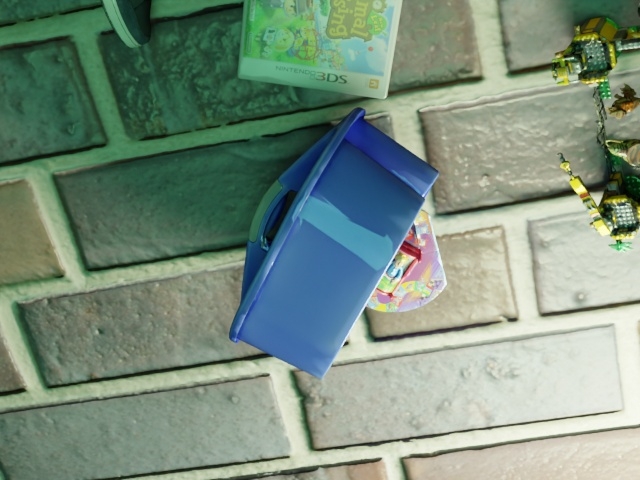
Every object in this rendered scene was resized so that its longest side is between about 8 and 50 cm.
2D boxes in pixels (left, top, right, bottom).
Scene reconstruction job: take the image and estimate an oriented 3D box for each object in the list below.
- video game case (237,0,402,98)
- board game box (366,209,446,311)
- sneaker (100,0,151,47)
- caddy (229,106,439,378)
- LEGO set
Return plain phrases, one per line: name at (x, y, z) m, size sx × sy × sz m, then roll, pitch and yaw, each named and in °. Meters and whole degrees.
video game case at (0.002, -0.289, 1.253) m, size 0.193 × 0.023 × 0.212 m, roll 8°, pitch 116°, yaw 0°
board game box at (0.098, 0.034, 1.401) m, size 0.133 × 0.033 × 0.169 m, roll -12°, pitch 114°, yaw 10°
sneaker at (-0.182, -0.342, 1.205) m, size 0.163 × 0.086 × 0.226 m, roll -2°, pitch 115°, yaw 8°
caddy at (0.000, 0.000, 1.270) m, size 0.179 × 0.241 × 0.341 m, roll 30°, pitch 115°, yaw 2°
LEGO set at (0.396, -0.110, 1.185) m, size 0.255 × 0.192 × 0.331 m, roll 5°, pitch 122°, yaw 27°
